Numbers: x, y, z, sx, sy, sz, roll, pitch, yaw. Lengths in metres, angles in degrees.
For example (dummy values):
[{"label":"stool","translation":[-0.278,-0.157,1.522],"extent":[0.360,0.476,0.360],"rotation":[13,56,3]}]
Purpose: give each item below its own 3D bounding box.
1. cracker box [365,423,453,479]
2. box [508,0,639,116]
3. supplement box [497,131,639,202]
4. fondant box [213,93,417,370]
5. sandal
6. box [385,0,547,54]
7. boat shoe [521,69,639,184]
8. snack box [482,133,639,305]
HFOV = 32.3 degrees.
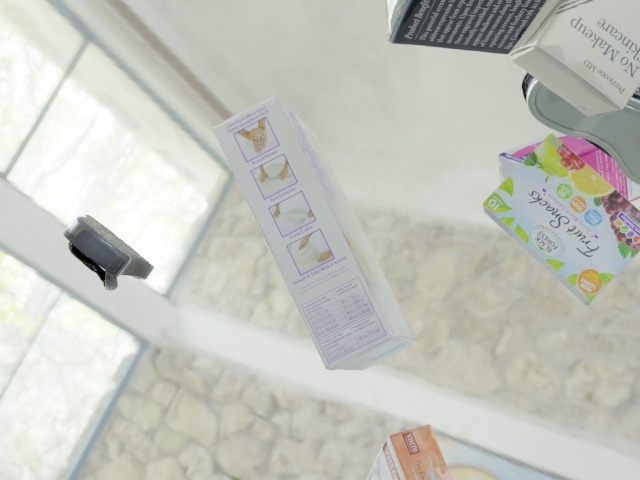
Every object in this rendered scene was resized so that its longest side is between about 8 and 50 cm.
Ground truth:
[{"label":"cracker box","translation":[0.122,0.368,1.488],"extent":[0.067,0.156,0.232],"rotation":[-11,-31,-17]},{"label":"box","translation":[0.310,-0.261,1.064],"extent":[0.113,0.275,0.094],"rotation":[34,-3,-7]},{"label":"supplement box","translation":[0.390,-0.103,1.655],"extent":[0.111,0.220,0.114],"rotation":[28,-46,57]},{"label":"fondant box","translation":[0.000,0.000,1.413],"extent":[0.330,0.096,0.238],"rotation":[63,7,11]},{"label":"sandal","translation":[-0.244,0.016,1.212],"extent":[0.097,0.054,0.254],"rotation":[38,-4,2]},{"label":"box","translation":[0.289,-0.407,1.399],"extent":[0.395,0.294,0.212],"rotation":[4,-25,-12]},{"label":"boat shoe","translation":[0.402,-0.166,1.484],"extent":[0.302,0.091,0.114],"rotation":[29,-58,-21]},{"label":"snack box","translation":[0.244,-0.021,1.084],"extent":[0.141,0.100,0.037],"rotation":[44,-1,14]}]
